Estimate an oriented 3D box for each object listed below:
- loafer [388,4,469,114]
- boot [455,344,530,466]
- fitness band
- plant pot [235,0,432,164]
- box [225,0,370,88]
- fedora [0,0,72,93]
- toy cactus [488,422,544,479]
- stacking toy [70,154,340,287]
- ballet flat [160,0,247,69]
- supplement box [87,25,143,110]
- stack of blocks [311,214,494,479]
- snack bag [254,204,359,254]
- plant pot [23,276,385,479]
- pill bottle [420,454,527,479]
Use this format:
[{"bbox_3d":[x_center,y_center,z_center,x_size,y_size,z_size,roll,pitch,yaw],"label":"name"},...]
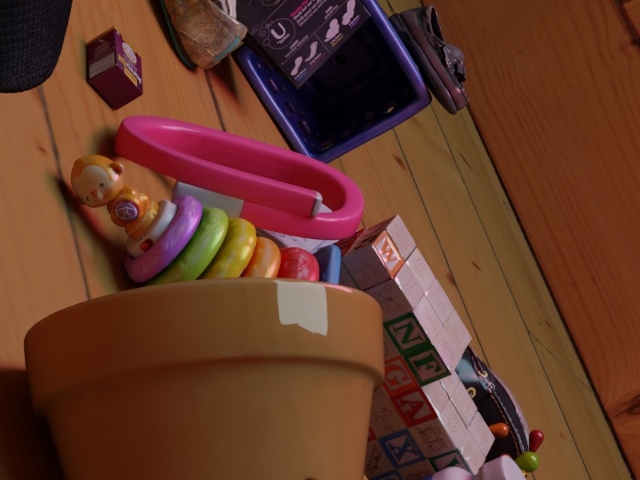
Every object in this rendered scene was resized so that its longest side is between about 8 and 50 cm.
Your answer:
[{"bbox_3d":[0.189,-0.305,2.329,0.096,0.084,0.267,61,1,-42],"label":"loafer"},{"bbox_3d":[0.153,0.191,2.063,0.377,0.138,0.284,60,14,13],"label":"boot"},{"bbox_3d":[-0.089,-0.075,1.619,0.290,0.054,0.209,16,17,-12],"label":"fitness band"},{"bbox_3d":[0.025,-0.283,2.344,0.236,0.236,0.212,58,10,-13],"label":"plant pot"},{"bbox_3d":[-0.073,-0.372,2.157,0.247,0.163,0.142,44,0,43],"label":"box"},{"bbox_3d":[-0.304,-0.212,1.219,0.334,0.334,0.153,-76,169,-68],"label":"fedora"},{"bbox_3d":[0.190,0.316,1.945,0.112,0.219,0.181,176,-77,-74],"label":"toy cactus"},{"bbox_3d":[-0.134,0.015,1.478,0.302,0.175,0.166,41,32,-20],"label":"stacking toy"},{"bbox_3d":[-0.200,-0.409,2.052,0.349,0.123,0.123,65,16,15],"label":"ballet flat"},{"bbox_3d":[-0.240,-0.202,1.685,0.055,0.043,0.083,50,19,-39],"label":"supplement box"},{"bbox_3d":[0.081,0.141,1.643,0.297,0.171,0.087,59,31,-11],"label":"stack of blocks"},{"bbox_3d":[0.000,0.000,1.869,0.342,0.037,0.323,37,16,3],"label":"snack bag"},{"bbox_3d":[-0.084,0.166,1.141,0.291,0.290,0.204,31,49,-61],"label":"plant pot"},{"bbox_3d":[0.126,0.324,1.580,0.124,0.221,0.124,54,16,-24],"label":"pill bottle"}]
